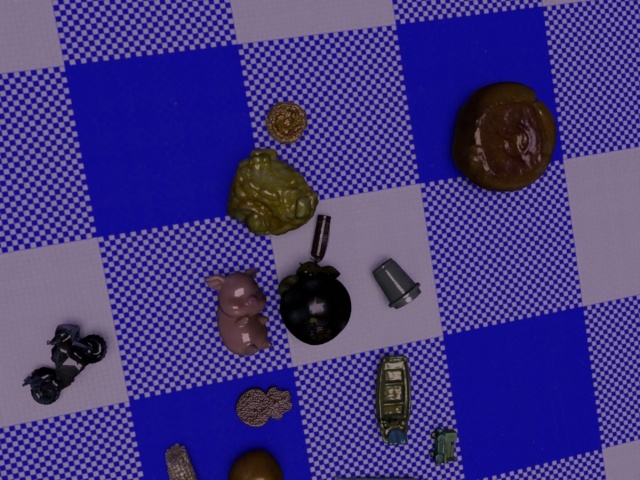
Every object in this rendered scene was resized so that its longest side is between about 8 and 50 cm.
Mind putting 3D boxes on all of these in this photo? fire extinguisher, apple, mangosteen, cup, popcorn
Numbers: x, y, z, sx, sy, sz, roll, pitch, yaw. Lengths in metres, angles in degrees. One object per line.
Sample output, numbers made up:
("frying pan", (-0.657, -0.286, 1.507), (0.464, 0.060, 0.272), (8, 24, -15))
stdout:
("fire extinguisher", (0.000, 0.000, 1.891), (0.064, 0.043, 0.158), (9, 92, -48))
("apple", (-0.191, 0.730, 1.837), (0.182, 0.155, 0.182), (0, 93, -7))
("mangosteen", (-0.017, 0.182, 1.823), (0.243, 0.243, 0.243), (0, 93, -9))
("cup", (0.232, 0.131, 1.903), (0.120, 0.120, 0.141), (-36, 90, -6))
("popcorn", (-0.137, -0.120, 1.769), (0.250, 0.242, 0.235), (31, 72, 2))

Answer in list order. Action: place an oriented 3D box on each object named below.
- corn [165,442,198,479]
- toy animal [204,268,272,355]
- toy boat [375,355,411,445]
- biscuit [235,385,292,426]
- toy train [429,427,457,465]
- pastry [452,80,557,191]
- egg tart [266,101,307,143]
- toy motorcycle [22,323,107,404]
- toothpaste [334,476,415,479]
("corn", (-0.407, 0.719, 1.836), (0.087, 0.087, 0.211), (-18, 96, -8))
("toy animal", (-0.231, 0.213, 1.810), (0.154, 0.166, 0.250), (-9, 88, 34))
("toy boat", (0.229, 0.498, 1.937), (0.111, 0.084, 0.276), (-1, 90, -7))
("biscuit", (-0.174, 0.510, 1.894), (0.175, 0.026, 0.124), (-9, 95, -9))
("toy train", (0.399, 0.666, 1.989), (0.081, 0.050, 0.122), (1, 91, -17))
("pastry", (0.571, -0.321, 1.916), (0.356, 0.164, 0.356), (-1, 92, -15))
("egg tart", (-0.103, -0.356, 1.855), (0.128, 0.049, 0.129), (0, 92, -4))
("toy motorcycle", (-0.743, 0.343, 1.754), (0.270, 0.106, 0.159), (-40, 95, 5))
("toothpaste", (0.190, 0.789, 1.962), (0.296, 0.048, 0.075), (1, 93, -7))
